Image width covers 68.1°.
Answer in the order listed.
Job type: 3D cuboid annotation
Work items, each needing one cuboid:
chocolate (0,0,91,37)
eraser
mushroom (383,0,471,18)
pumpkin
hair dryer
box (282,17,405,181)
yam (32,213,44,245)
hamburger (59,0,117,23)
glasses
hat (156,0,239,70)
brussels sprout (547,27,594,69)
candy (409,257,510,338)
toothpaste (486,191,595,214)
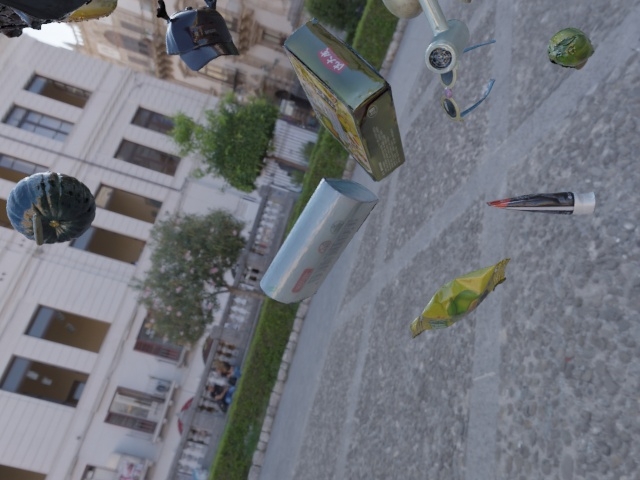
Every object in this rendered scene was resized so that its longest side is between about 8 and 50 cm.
[{"bbox_3d":[-0.393,-0.308,0.536,0.177,0.206,0.224,-24,78,32],"label":"chocolate"},{"bbox_3d":[0.000,0.000,0.864,0.226,0.081,0.174,-58,-17,18],"label":"eraser"},{"bbox_3d":[0.279,-0.659,1.152,0.260,0.234,0.254,-55,-1,42],"label":"mushroom"},{"bbox_3d":[-0.758,-0.090,1.343,0.161,0.221,0.220,58,137,41],"label":"pumpkin"},{"bbox_3d":[0.225,-0.468,0.958,0.073,0.236,0.131,-11,33,37],"label":"hair dryer"},{"bbox_3d":[0.090,-0.430,1.512,0.138,0.373,0.420,-38,-27,0],"label":"box"},{"bbox_3d":[-0.693,-0.026,1.163,0.116,0.021,0.021,122,164,-48],"label":"yam"},{"bbox_3d":[-0.661,-0.613,1.172,0.227,0.296,0.151,-111,24,-50],"label":"hamburger"},{"bbox_3d":[0.414,-0.464,1.348,0.220,0.088,0.189,-43,-47,-29],"label":"glasses"},{"bbox_3d":[-0.421,-0.736,1.629,0.336,0.238,0.208,45,153,44],"label":"hat"},{"bbox_3d":[0.303,-0.229,0.573,0.046,0.051,0.083,-65,-4,35],"label":"brussels sprout"},{"bbox_3d":[0.349,0.149,1.200,0.297,0.081,0.187,-36,-27,-1],"label":"candy"},{"bbox_3d":[0.430,-0.073,0.935,0.071,0.194,0.045,-32,-59,-71],"label":"toothpaste"}]
